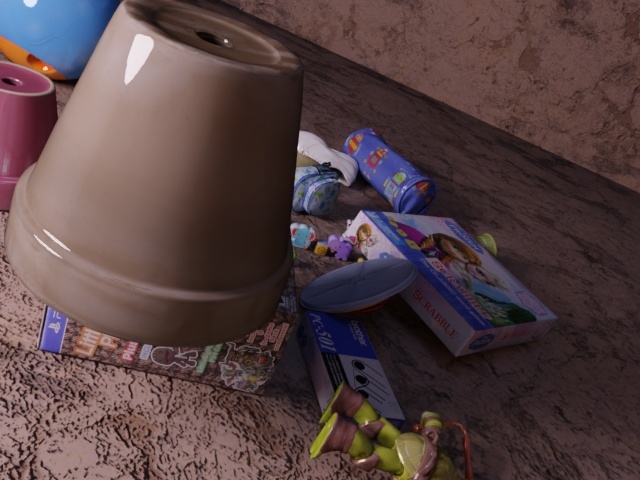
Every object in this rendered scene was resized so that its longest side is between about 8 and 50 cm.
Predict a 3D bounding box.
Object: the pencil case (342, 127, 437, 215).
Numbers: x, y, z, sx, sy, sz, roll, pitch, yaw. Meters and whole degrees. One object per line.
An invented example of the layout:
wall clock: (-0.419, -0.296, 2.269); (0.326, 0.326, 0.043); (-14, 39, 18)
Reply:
pencil case: (0.171, -0.170, 1.584); (0.133, 0.119, 0.306); (43, 7, -43)

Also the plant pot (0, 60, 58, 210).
plant pot: (-0.499, -0.174, 0.993); (0.201, 0.180, 0.201); (18, 26, -9)

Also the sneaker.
sneaker: (-0.008, -0.197, 1.548); (0.212, 0.080, 0.094); (23, 38, -4)

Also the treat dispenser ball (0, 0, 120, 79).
treat dispenser ball: (-0.592, -0.505, 1.409); (0.288, 0.288, 0.288); (18, 27, -10)

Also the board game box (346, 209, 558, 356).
board game box: (0.254, 0.069, 1.204); (0.318, 0.066, 0.319); (2, 39, -47)

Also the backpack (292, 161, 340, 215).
backpack: (-0.020, -0.104, 1.326); (0.114, 0.105, 0.084); (-7, 38, -37)

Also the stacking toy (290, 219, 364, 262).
stacking toy: (0.000, 0.000, 1.209); (0.221, 0.052, 0.167); (15, 28, -15)

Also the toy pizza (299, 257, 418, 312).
toy pizza: (0.065, 0.079, 1.042); (0.201, 0.032, 0.201); (-16, 14, 4)

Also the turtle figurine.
turtle figurine: (0.098, 0.262, 0.717); (0.217, 0.087, 0.269); (31, 35, -3)

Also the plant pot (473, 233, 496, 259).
plant pot: (0.337, 0.026, 1.409); (0.079, 0.083, 0.083); (-1, 33, -17)

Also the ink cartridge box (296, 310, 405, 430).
ink cartridge box: (0.037, 0.188, 0.898); (0.097, 0.046, 0.207); (13, 28, -23)

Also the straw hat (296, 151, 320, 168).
straw hat: (-0.069, -0.142, 1.398); (0.144, 0.144, 0.061); (15, 69, -15)

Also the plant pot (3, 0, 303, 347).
plant pot: (-0.150, -0.092, 0.691); (0.323, 0.280, 0.323); (19, 28, -11)

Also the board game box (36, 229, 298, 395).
board game box: (-0.193, 0.053, 0.857); (0.290, 0.141, 0.232); (15, 28, -15)
